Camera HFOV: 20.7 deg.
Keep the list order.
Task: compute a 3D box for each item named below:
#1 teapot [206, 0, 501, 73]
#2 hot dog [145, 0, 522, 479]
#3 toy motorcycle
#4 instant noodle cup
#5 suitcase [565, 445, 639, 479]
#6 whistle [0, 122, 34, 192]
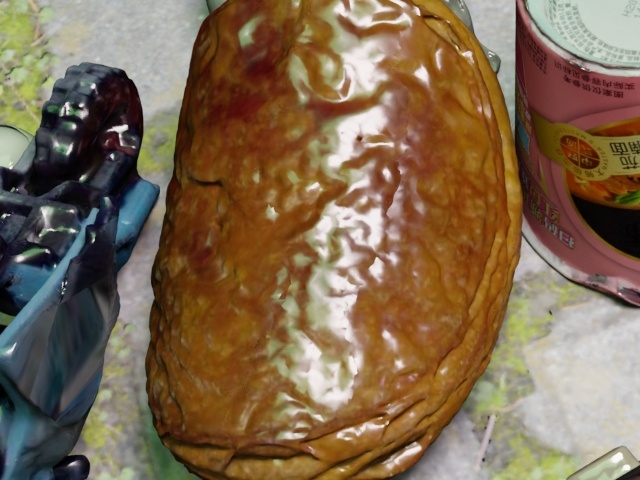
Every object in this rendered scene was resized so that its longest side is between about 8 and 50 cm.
[{"bbox_3d":[0.003,-0.210,1.428,0.294,0.129,0.193,17,64,24],"label":"teapot"},{"bbox_3d":[0.000,0.000,1.252,0.267,0.174,0.388,1,76,26],"label":"hot dog"},{"bbox_3d":[-0.225,0.065,1.274,0.172,0.232,0.416,10,49,16],"label":"toy motorcycle"},{"bbox_3d":[0.230,-0.116,1.242,0.244,0.255,0.244,-6,60,10],"label":"instant noodle cup"},{"bbox_3d":[0.324,0.234,1.022,0.351,0.194,0.339,-31,90,1],"label":"suitcase"},{"bbox_3d":[-0.306,-0.073,1.445,0.235,0.077,0.114,22,57,30],"label":"whistle"}]
